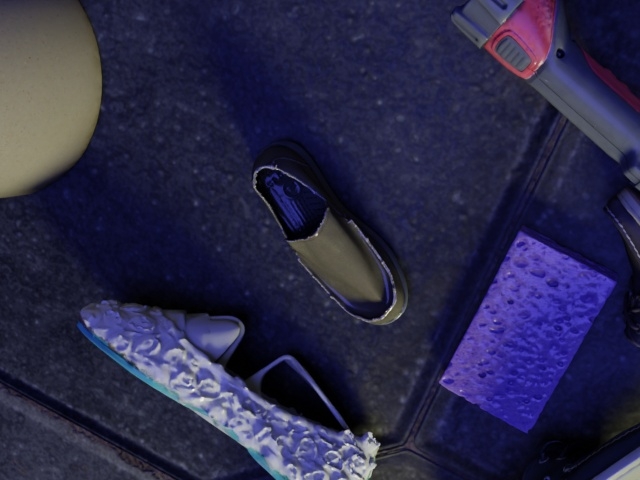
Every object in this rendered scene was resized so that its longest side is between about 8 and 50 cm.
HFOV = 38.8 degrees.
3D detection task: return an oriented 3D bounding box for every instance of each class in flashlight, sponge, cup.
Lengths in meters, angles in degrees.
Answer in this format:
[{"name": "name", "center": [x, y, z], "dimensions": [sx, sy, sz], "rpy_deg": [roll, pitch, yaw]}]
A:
[{"name": "flashlight", "center": [0.272, -0.158, 0.903], "dimensions": [0.304, 0.103, 0.103], "rpy_deg": [41, 108, -1]}, {"name": "sponge", "center": [0.229, 0.102, 1.016], "dimensions": [0.117, 0.031, 0.210], "rpy_deg": [28, 112, 10]}, {"name": "cup", "center": [-0.461, -0.189, 1.060], "dimensions": [0.331, 0.237, 0.330], "rpy_deg": [5, 106, 17]}]

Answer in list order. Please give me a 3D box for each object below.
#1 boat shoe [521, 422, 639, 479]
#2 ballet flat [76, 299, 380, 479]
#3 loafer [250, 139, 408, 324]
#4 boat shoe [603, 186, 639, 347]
[{"name": "boat shoe", "center": [0.267, 0.280, 1.011], "dimensions": [0.127, 0.113, 0.340], "rpy_deg": [13, 127, -32]}, {"name": "ballet flat", "center": [-0.099, 0.175, 1.112], "dimensions": [0.409, 0.147, 0.147], "rpy_deg": [37, 112, 3]}, {"name": "loafer", "center": [0.000, 0.000, 1.034], "dimensions": [0.094, 0.087, 0.251], "rpy_deg": [-41, 89, 23]}, {"name": "boat shoe", "center": [0.357, 0.082, 0.931], "dimensions": [0.092, 0.103, 0.285], "rpy_deg": [-29, 99, 18]}]
